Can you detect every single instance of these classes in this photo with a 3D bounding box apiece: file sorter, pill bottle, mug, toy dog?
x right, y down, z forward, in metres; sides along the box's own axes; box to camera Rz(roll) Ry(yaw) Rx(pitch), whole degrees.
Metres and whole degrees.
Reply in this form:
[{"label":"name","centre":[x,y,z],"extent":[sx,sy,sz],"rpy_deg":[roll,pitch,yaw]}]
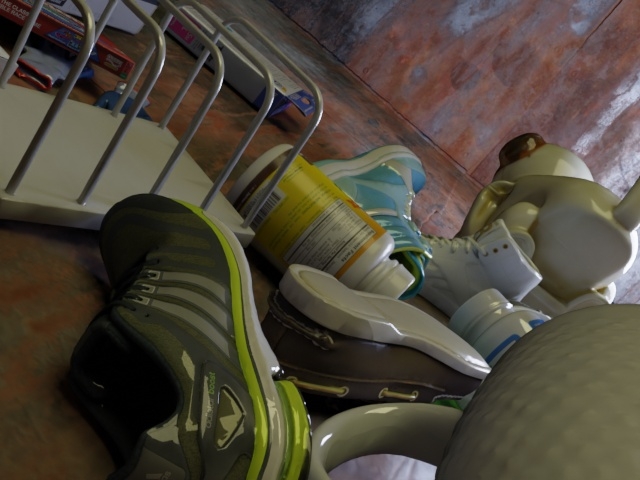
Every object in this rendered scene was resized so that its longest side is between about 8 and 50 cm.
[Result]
[{"label":"file sorter","centre":[-0.167,-0.129,0.747],"extent":[0.278,0.173,0.193],"rpy_deg":[8,33,-51]},{"label":"pill bottle","centre":[0.000,0.000,0.949],"extent":[0.215,0.117,0.117],"rpy_deg":[43,16,6]},{"label":"pill bottle","centre":[0.271,0.171,1.111],"extent":[0.124,0.124,0.221],"rpy_deg":[18,29,-54]},{"label":"mug","centre":[0.162,0.203,0.596],"extent":[0.374,0.276,0.328],"rpy_deg":[14,16,20]},{"label":"toy dog","centre":[0.415,-0.048,1.577],"extent":[0.285,0.395,0.408],"rpy_deg":[29,26,-8]}]

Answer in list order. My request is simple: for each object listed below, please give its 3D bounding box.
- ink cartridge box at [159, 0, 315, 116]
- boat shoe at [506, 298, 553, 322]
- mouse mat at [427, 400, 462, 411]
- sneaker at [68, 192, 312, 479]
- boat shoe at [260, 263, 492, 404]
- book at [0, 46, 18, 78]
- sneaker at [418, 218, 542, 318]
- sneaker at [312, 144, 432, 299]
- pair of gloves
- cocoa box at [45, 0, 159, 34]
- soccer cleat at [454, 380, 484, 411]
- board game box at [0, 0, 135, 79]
[{"label":"ink cartridge box","centre":[-0.143,-0.326,1.588],"extent":[0.311,0.065,0.186],"rpy_deg":[38,16,-2]},{"label":"boat shoe","centre":[0.336,0.167,1.314],"extent":[0.305,0.109,0.091],"rpy_deg":[36,15,-38]},{"label":"mouse mat","centre":[0.128,0.158,1.029],"extent":[0.189,0.007,0.153],"rpy_deg":[50,18,29]},{"label":"sneaker","centre":[-0.109,0.058,0.574],"extent":[0.121,0.111,0.300],"rpy_deg":[22,22,-40]},{"label":"boat shoe","centre":[0.058,0.114,0.824],"extent":[0.324,0.096,0.116],"rpy_deg":[23,12,-49]},{"label":"book","centre":[-0.374,-0.217,0.826],"extent":[0.144,0.035,0.096],"rpy_deg":[44,13,17]},{"label":"sneaker","centre":[0.202,0.010,1.302],"extent":[0.292,0.169,0.108],"rpy_deg":[35,19,-14]},{"label":"sneaker","centre":[0.094,-0.018,1.166],"extent":[0.208,0.127,0.319],"rpy_deg":[47,36,17]},{"label":"pair of gloves","centre":[-0.266,-0.173,0.972],"extent":[0.198,0.023,0.159],"rpy_deg":[35,19,-18]},{"label":"cocoa box","centre":[-0.354,-0.472,1.178],"extent":[0.231,0.228,0.347],"rpy_deg":[45,16,12]},{"label":"soccer cleat","centre":[0.226,0.222,0.970],"extent":[0.196,0.068,0.076],"rpy_deg":[45,21,-10]},{"label":"board game box","centre":[-0.355,-0.275,0.958],"extent":[0.281,0.027,0.145],"rpy_deg":[25,11,-38]}]
